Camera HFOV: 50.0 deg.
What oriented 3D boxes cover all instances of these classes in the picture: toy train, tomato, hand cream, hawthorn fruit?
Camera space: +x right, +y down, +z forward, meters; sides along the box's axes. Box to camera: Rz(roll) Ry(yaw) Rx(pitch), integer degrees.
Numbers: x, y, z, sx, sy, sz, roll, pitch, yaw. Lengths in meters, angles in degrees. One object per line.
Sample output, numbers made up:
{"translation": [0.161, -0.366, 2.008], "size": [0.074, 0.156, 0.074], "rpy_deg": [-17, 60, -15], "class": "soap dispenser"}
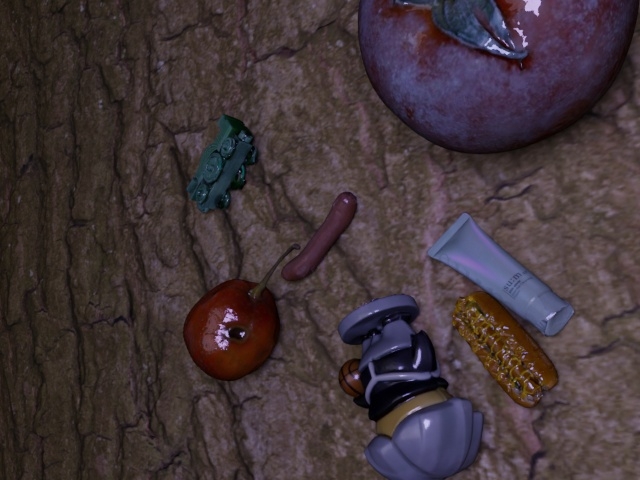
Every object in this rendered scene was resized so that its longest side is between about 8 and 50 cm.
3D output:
{"translation": [-0.186, -0.138, 1.272], "size": [0.178, 0.071, 0.104], "rpy_deg": [-55, 45, 21], "class": "toy train"}
{"translation": [0.196, -0.257, 0.789], "size": [0.317, 0.283, 0.316], "rpy_deg": [-8, 78, 39], "class": "tomato"}
{"translation": [0.229, 0.043, 0.881], "size": [0.078, 0.050, 0.205], "rpy_deg": [-49, 50, 3], "class": "hand cream"}
{"translation": [-0.118, 0.097, 1.120], "size": [0.165, 0.165, 0.285], "rpy_deg": [46, 117, 36], "class": "hawthorn fruit"}

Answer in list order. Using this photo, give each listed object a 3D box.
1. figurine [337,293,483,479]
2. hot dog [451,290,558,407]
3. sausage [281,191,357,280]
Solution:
{"translation": [0.107, 0.209, 0.917], "size": [0.176, 0.133, 0.236], "rpy_deg": [-48, 53, 38], "class": "figurine"}
{"translation": [0.229, 0.132, 0.870], "size": [0.071, 0.045, 0.165], "rpy_deg": [-54, 53, 25], "class": "hot dog"}
{"translation": [0.000, 0.000, 1.099], "size": [0.186, 0.043, 0.043], "rpy_deg": [-53, 54, 24], "class": "sausage"}
